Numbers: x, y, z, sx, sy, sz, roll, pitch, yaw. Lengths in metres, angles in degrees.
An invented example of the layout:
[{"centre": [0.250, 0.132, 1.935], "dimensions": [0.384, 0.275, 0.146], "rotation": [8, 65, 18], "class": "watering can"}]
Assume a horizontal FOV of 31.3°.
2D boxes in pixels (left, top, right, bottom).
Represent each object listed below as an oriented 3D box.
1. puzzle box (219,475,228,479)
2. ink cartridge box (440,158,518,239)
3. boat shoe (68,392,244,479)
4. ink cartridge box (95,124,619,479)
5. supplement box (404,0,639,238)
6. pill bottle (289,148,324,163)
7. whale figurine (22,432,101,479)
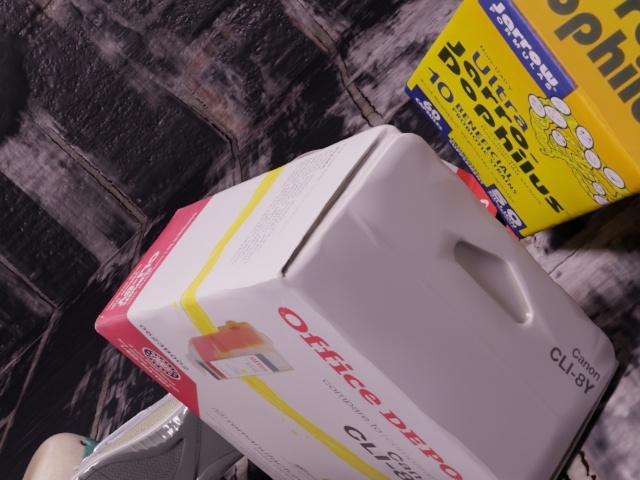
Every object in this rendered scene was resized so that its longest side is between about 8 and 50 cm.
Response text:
[{"centre": [-0.194, 0.418, 1.082], "dimensions": [0.409, 0.052, 0.272], "rotation": [-47, 16, -7], "class": "puzzle box"}, {"centre": [0.112, -0.036, 1.264], "dimensions": [0.225, 0.056, 0.181], "rotation": [-6, 35, 26], "class": "ink cartridge box"}, {"centre": [-0.163, 0.228, 1.189], "dimensions": [0.320, 0.118, 0.103], "rotation": [-44, 9, -11], "class": "boat shoe"}, {"centre": [0.010, 0.084, 0.978], "dimensions": [0.160, 0.279, 0.385], "rotation": [-54, 18, -26], "class": "ink cartridge box"}, {"centre": [0.227, -0.147, 0.956], "dimensions": [0.195, 0.194, 0.356], "rotation": [-37, -2, -8], "class": "supplement box"}, {"centre": [0.000, 0.000, 1.442], "dimensions": [0.153, 0.153, 0.264], "rotation": [-39, 17, 22], "class": "pill bottle"}, {"centre": [-0.320, 0.378, 1.416], "dimensions": [0.216, 0.141, 0.272], "rotation": [-136, 66, -74], "class": "whale figurine"}]
